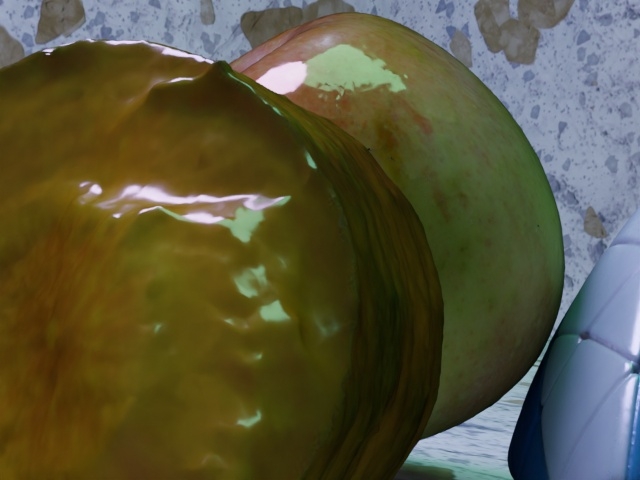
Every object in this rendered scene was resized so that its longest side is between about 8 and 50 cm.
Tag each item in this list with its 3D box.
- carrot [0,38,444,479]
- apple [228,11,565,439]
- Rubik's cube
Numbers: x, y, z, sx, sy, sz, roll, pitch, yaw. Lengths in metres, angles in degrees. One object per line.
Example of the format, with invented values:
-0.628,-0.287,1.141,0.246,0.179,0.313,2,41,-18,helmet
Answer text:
-0.076,0.041,0.774,0.242,0.241,0.341,8,-1,15,carrot
0.000,0.000,1.193,0.319,0.277,0.319,-19,5,2,apple
0.238,0.135,1.119,0.255,0.254,0.254,8,1,0,Rubik's cube
